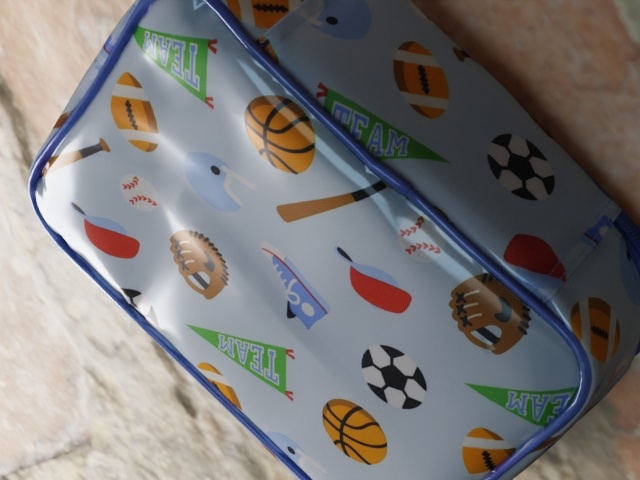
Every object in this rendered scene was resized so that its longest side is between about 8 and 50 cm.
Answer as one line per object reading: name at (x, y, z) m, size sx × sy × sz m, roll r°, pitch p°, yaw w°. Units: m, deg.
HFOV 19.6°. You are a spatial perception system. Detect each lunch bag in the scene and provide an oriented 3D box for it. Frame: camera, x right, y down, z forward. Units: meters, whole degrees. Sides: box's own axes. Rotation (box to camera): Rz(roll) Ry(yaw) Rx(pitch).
lunch bag at (0.000, 0.000, 0.919) m, size 0.303 × 0.115 × 0.243 m, roll 45°, pitch 137°, yaw 4°
